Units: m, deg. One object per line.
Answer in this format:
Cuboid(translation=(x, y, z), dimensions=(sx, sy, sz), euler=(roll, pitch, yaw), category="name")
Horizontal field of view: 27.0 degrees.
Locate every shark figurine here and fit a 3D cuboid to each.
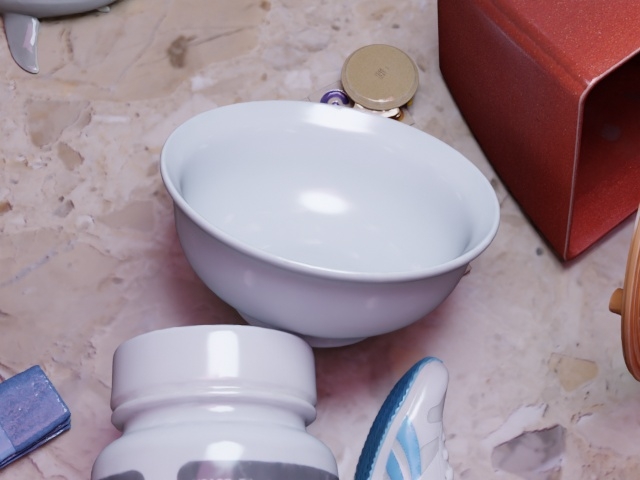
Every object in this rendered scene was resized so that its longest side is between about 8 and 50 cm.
Cuboid(translation=(-0.237, -0.276, 1.311), dimensions=(0.278, 0.116, 0.166), euler=(-16, 72, -8), category="shark figurine")

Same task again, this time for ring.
Cuboid(translation=(0.322, -0.039, 1.156), dimensions=(0.032, 0.336, 0.336), euler=(19, 67, 29), category="ring")

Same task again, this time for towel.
Cuboid(translation=(-0.285, 0.165, 1.180), dimensions=(0.119, 0.029, 0.067), euler=(-31, 74, -14), category="towel")

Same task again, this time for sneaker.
Cuboid(translation=(0.080, 0.215, 1.163), dimensions=(0.092, 0.087, 0.228), euler=(18, 75, -5), category="sneaker")

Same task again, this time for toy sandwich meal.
Cuboid(translation=(0.059, -0.155, 1.321), dimensions=(0.086, 0.029, 0.085), euler=(1, 64, -2), category="toy sandwich meal")

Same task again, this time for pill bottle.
Cuboid(translation=(-0.082, 0.262, 1.063), dimensions=(0.204, 0.204, 0.361), euler=(0, 69, -4), category="pill bottle")

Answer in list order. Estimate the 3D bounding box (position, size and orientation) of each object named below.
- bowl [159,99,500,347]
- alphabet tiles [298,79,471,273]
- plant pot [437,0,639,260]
Cuboid(translation=(0.000, 0.000, 1.169), dimensions=(0.298, 0.134, 0.298), euler=(8, 31, -5), category="bowl")
Cuboid(translation=(0.032, -0.039, 1.292), dimensions=(0.198, 0.009, 0.237), euler=(-29, 73, -14), category="alphabet tiles")
Cuboid(translation=(0.252, -0.194, 1.246), dimensions=(0.267, 0.267, 0.236), euler=(-35, 61, -15), category="plant pot")
